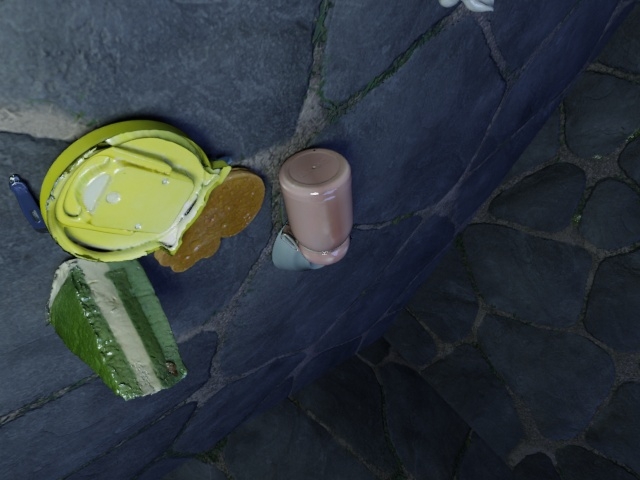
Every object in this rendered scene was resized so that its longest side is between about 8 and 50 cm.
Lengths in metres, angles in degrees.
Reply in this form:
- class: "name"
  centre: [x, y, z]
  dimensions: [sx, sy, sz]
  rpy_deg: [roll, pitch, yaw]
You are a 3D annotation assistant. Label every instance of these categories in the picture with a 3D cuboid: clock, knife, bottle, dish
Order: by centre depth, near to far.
- class: "knife"
  centre: [-0.445, -0.054, 0.672]
  dimensions: [0.031, 0.018, 0.121]
  rpy_deg: [-25, 149, -24]
- class: "clock"
  centre: [-0.323, -0.082, 0.753]
  dimensions: [0.277, 0.071, 0.293]
  rpy_deg: [-50, 154, 11]
- class: "bottle"
  centre: [-0.016, -0.073, 1.111]
  dimensions: [0.296, 0.207, 0.173]
  rpy_deg: [80, 23, -49]
- class: "dish"
  centre: [0.000, 0.000, 1.355]
  dimensions: [0.317, 0.106, 0.316]
  rpy_deg: [-35, 154, -20]

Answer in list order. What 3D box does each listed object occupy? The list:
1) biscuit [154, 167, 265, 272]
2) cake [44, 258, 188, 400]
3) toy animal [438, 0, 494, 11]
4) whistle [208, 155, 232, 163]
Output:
- class: "biscuit"
  centre: [-0.244, -0.047, 0.972]
  dimensions: [0.289, 0.044, 0.202]
  rpy_deg: [-45, 155, 3]
- class: "cake"
  centre: [-0.369, 0.143, 0.811]
  dimensions: [0.158, 0.284, 0.172]
  rpy_deg: [-12, 124, -51]
- class: "toy animal"
  centre: [0.320, -0.581, 0.886]
  dimensions: [0.179, 0.128, 0.192]
  rpy_deg: [4, 111, -62]
- class: "whistle"
  centre: [-0.221, -0.145, 0.863]
  dimensions: [0.100, 0.035, 0.035]
  rpy_deg: [-31, 152, -32]
